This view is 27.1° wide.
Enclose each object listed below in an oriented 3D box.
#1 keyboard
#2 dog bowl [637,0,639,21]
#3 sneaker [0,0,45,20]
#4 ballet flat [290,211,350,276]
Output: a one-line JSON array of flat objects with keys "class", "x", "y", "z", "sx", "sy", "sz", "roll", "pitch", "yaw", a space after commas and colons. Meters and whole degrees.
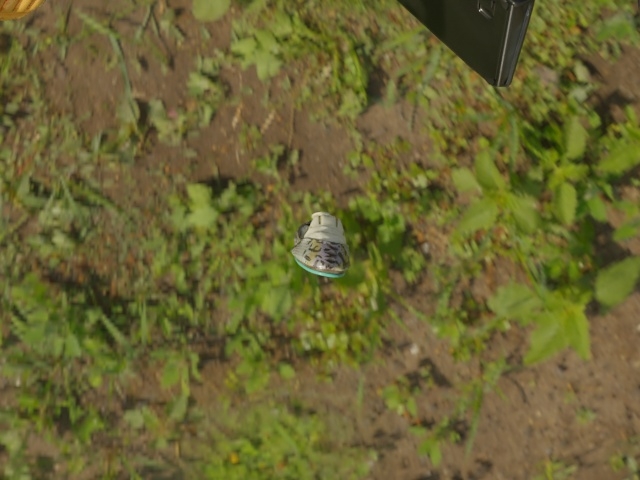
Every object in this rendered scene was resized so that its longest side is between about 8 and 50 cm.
[{"class": "keyboard", "x": 0.054, "y": -0.275, "z": 1.049, "sx": 0.033, "sy": 0.317, "sz": 0.201, "roll": -36, "pitch": 157, "yaw": -18}, {"class": "dog bowl", "x": 0.324, "y": -0.085, "z": 0.554, "sx": 0.408, "sy": 0.408, "sz": 0.150, "roll": 37, "pitch": 149, "yaw": -24}, {"class": "sneaker", "x": -0.142, "y": -0.137, "z": 0.303, "sx": 0.083, "sy": 0.084, "sz": 0.215, "roll": -37, "pitch": 107, "yaw": -29}, {"class": "ballet flat", "x": 0.000, "y": 0.000, "z": 0.910, "sx": 0.041, "sy": 0.114, "sz": 0.041, "roll": 0, "pitch": 95, "yaw": -5}]
